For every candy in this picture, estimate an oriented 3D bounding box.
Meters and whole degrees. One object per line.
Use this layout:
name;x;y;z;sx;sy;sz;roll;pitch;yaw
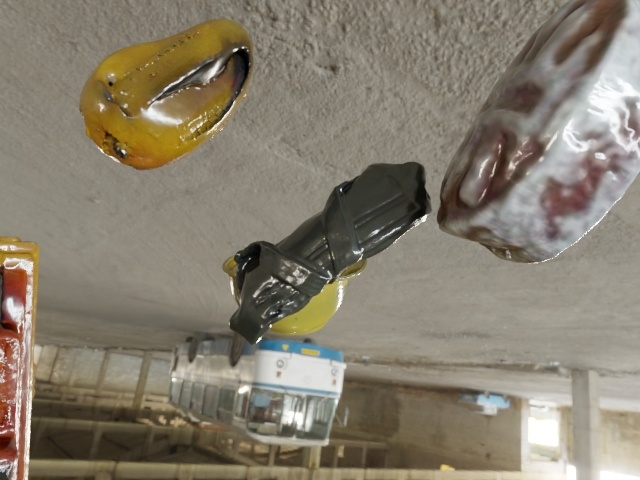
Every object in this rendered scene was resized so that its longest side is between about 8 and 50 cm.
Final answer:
candy;0.246;-0.110;0.507;0.157;0.289;0.214;29;-169;-10

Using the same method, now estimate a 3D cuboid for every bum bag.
bum bag;0.000;0.000;0.630;0.326;0.142;0.079;-37;136;2

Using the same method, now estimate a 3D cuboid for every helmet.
helmet;-0.047;0.098;0.865;0.257;0.140;0.205;3;-163;11

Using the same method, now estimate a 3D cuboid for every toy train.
toy train;-0.379;0.173;0.488;0.163;0.369;0.232;3;-179;-38

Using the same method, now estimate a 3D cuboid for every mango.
mango;-0.187;-0.195;0.617;0.156;0.248;0.151;40;160;-9
